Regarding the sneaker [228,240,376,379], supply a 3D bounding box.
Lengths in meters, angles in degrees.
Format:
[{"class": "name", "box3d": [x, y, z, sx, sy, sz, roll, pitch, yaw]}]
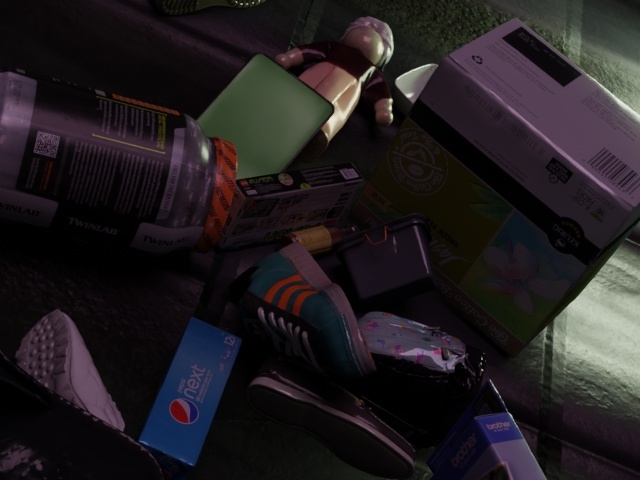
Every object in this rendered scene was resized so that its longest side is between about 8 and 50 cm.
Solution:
[{"class": "sneaker", "box3d": [-0.027, 0.103, 1.665, 0.121, 0.108, 0.302, -27, 26, -9]}]

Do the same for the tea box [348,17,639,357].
[{"class": "tea box", "box3d": [0.276, -0.077, 1.921, 0.329, 0.324, 0.220, 41, 41, 13]}]

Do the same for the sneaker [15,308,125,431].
[{"class": "sneaker", "box3d": [-0.278, 0.178, 1.526, 0.095, 0.090, 0.235, 32, 25, -42]}]

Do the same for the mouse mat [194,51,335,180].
[{"class": "mouse mat", "box3d": [-0.090, -0.170, 1.963, 0.152, 0.007, 0.190, 38, 73, 8]}]

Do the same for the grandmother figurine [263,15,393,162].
[{"class": "grandmother figurine", "box3d": [0.030, -0.251, 2.127, 0.208, 0.104, 0.342, 38, 43, -5]}]

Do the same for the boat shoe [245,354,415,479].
[{"class": "boat shoe", "box3d": [0.022, 0.214, 1.658, 0.227, 0.081, 0.069, 29, 44, 1]}]

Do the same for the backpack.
[{"class": "backpack", "box3d": [0.109, 0.171, 1.724, 0.182, 0.152, 0.115, 18, 35, 4]}]

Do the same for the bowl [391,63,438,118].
[{"class": "bowl", "box3d": [0.191, -0.219, 2.223, 0.142, 0.053, 0.142, 44, 42, 16]}]

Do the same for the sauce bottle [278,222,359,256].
[{"class": "sauce bottle", "box3d": [0.000, 0.000, 1.895, 0.128, 0.042, 0.042, -12, 56, -42]}]

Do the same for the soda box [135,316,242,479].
[{"class": "soda box", "box3d": [-0.160, 0.191, 1.582, 0.071, 0.067, 0.210, 25, 40, -6]}]

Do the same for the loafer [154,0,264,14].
[{"class": "loafer", "box3d": [-0.166, -0.437, 2.191, 0.268, 0.102, 0.092, -15, 64, -40]}]

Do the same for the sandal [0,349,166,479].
[{"class": "sandal", "box3d": [-0.361, 0.175, 1.366, 0.445, 0.107, 0.168, 24, 80, 3]}]

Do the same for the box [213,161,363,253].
[{"class": "box", "box3d": [-0.048, -0.046, 1.856, 0.207, 0.114, 0.036, -11, 55, -39]}]

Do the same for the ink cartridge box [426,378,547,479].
[{"class": "ink cartridge box", "box3d": [0.206, 0.339, 1.563, 0.065, 0.186, 0.311, -1, 49, -30]}]

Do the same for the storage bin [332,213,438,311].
[{"class": "storage bin", "box3d": [0.096, 0.033, 1.849, 0.135, 0.098, 0.091, -20, 63, 7]}]

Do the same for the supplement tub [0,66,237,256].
[{"class": "supplement tub", "box3d": [-0.277, -0.090, 1.701, 0.316, 0.194, 0.194, 14, 43, -18]}]
